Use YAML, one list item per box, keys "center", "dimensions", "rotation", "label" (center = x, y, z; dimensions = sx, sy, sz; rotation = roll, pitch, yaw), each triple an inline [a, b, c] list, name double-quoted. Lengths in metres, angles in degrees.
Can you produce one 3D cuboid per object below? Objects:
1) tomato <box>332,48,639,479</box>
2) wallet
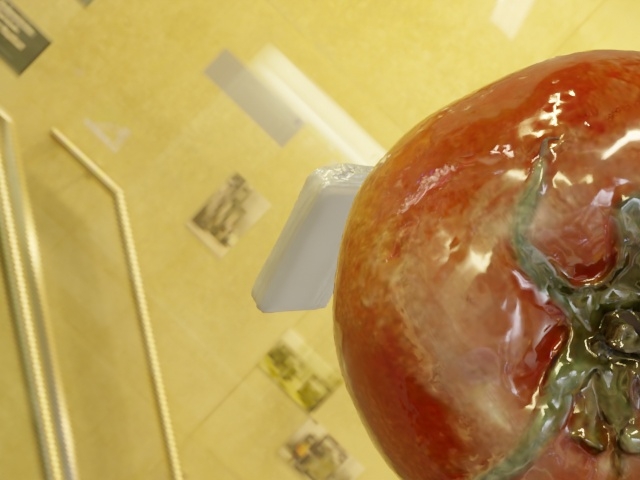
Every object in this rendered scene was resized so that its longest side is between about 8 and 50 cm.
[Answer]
- center: [0.123, 0.028, 0.438]
  dimensions: [0.237, 0.237, 0.095]
  rotation: [44, -2, 3]
  label: "tomato"
- center: [0.000, 0.000, 1.008]
  dimensions: [0.095, 0.190, 0.033]
  rotation: [-4, 47, -34]
  label: "wallet"
